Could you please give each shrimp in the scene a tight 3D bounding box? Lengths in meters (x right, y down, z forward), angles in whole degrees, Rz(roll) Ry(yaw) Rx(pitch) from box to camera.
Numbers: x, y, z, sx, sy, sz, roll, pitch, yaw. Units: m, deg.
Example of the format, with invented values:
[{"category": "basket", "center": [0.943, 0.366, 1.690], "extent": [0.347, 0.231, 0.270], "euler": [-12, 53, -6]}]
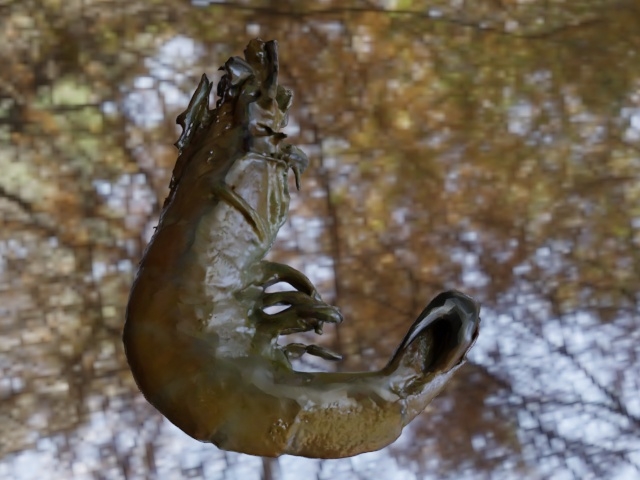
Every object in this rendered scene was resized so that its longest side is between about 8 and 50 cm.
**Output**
[{"category": "shrimp", "center": [0.000, -0.001, 0.583], "extent": [0.034, 0.124, 0.178], "euler": [103, 1, -52]}]
